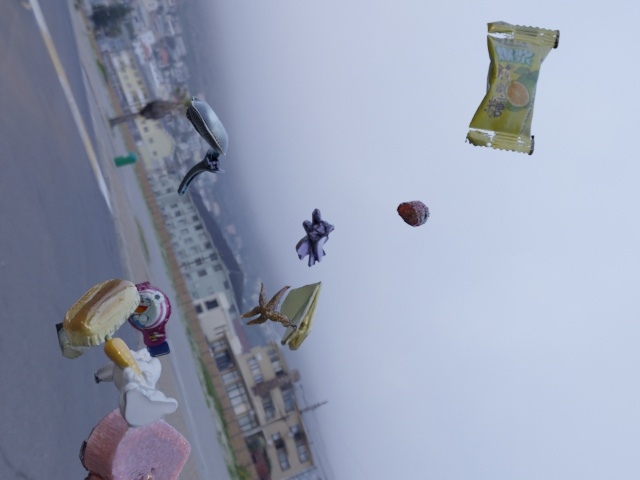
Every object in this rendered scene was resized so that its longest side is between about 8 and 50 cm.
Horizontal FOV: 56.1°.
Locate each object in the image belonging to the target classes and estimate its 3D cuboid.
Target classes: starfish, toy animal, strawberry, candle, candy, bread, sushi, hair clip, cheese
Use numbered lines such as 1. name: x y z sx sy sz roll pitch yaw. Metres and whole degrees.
1. starfish: -0.107 0.156 1.337 0.130 0.133 0.041 33 6 24
2. toy animal: -0.332 0.234 1.020 0.131 0.127 0.182 30 7 -37
3. strawberry: 0.275 -0.083 1.799 0.096 0.083 0.083 33 -28 19
4. candle: -0.435 0.558 1.468 0.132 0.287 0.316 15 -80 28
5. candy: 0.450 -0.358 1.407 0.081 0.187 0.297 -151 -111 -77
6. bread: -0.630 0.200 1.728 0.236 0.140 0.106 -59 145 -52
7. sushi: -0.909 0.372 2.400 0.109 0.273 0.134 -141 -143 -61
8. hair clip: -0.010 -0.010 1.795 0.090 0.137 0.278 41 -21 8
9. hair clip: -0.373 -0.201 1.833 0.275 0.048 0.083 -22 -97 52
10. cheese: -0.546 0.254 1.930 0.062 0.155 0.244 2 74 -85

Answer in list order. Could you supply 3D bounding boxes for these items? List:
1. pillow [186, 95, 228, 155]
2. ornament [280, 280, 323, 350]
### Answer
1. pillow: -0.240 -0.248 1.295 0.135 0.055 0.091 55 -20 -24
2. ornament: -0.045 0.179 1.574 0.059 0.180 0.201 30 17 -16
